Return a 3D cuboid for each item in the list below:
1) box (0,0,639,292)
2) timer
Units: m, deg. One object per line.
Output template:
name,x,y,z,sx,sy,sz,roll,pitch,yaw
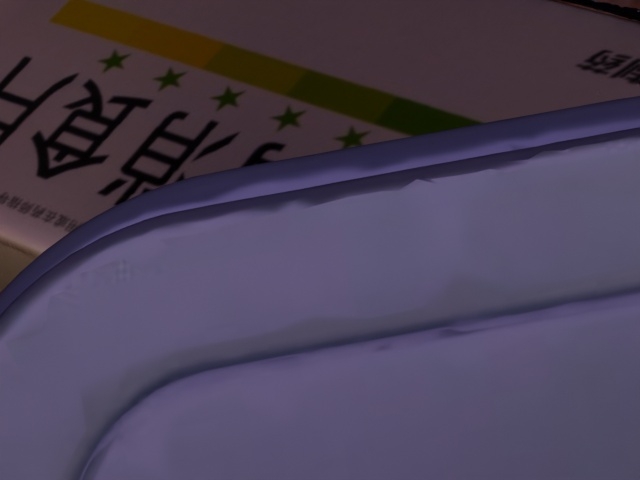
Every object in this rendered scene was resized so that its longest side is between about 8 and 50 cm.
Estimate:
box,-0.002,-0.001,0.691,0.333,0.145,0.173,20,57,32
timer,0.106,0.155,0.433,0.395,0.173,0.394,-1,75,3
